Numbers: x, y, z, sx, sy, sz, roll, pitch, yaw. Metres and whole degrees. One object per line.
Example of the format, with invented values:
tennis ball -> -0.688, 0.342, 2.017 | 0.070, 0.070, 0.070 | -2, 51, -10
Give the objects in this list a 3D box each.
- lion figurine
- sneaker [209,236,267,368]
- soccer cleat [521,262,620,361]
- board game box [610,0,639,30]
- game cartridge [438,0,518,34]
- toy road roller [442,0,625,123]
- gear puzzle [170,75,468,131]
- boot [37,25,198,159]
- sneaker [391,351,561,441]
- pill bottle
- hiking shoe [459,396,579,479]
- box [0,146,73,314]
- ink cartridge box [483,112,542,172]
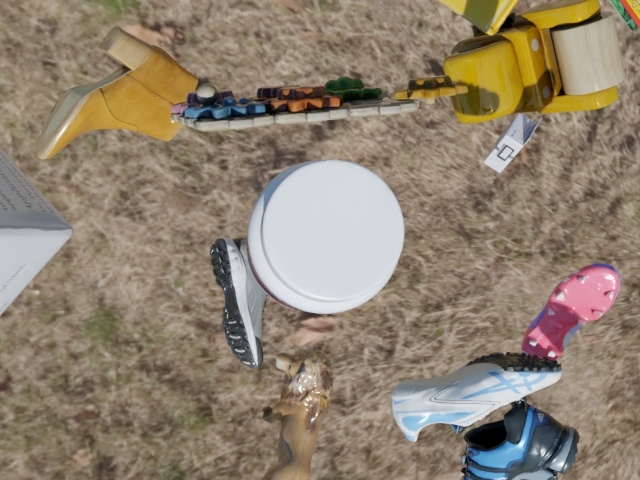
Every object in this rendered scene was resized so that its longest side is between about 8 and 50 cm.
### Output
lion figurine -> -0.058, 0.434, 1.808 | 0.240, 0.142, 0.392 | 138, 139, -57
sneaker -> -0.142, 0.123, 1.696 | 0.100, 0.108, 0.271 | -5, 94, 56
soccer cleat -> 0.394, 0.107, 1.338 | 0.083, 0.095, 0.248 | 29, 135, 7
board game box -> 0.153, -0.249, 0.460 | 0.030, 0.136, 0.259 | -44, 99, -26
game cartridge -> 0.240, -0.541, 1.392 | 0.324, 0.053, 0.285 | 42, 107, 24
toy road roller -> 0.392, -0.330, 1.639 | 0.330, 0.241, 0.202 | 3, 119, 49
gear puzzle -> 0.012, -0.161, 0.927 | 0.175, 0.339, 0.044 | -150, 54, -67
boot -> -0.372, -0.232, 1.588 | 0.295, 0.211, 0.104 | -54, 40, 2
sneaker -> 0.213, 0.209, 1.146 | 0.237, 0.085, 0.086 | -14, 100, -4
pill bottle -> 0.000, 0.000, 1.288 | 0.224, 0.392, 0.224 | 0, 86, -5
hiking shoe -> 0.271, 0.355, 1.346 | 0.132, 0.113, 0.304 | 40, 123, 1
box -> -0.263, -0.004, 0.426 | 0.182, 0.119, 0.181 | -46, 80, 10
ink cartridge box -> 0.249, -0.131, 1.095 | 0.028, 0.083, 0.048 | 34, 58, 2
